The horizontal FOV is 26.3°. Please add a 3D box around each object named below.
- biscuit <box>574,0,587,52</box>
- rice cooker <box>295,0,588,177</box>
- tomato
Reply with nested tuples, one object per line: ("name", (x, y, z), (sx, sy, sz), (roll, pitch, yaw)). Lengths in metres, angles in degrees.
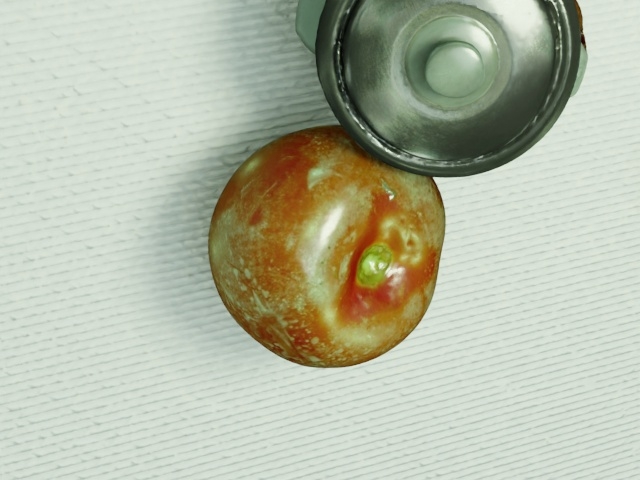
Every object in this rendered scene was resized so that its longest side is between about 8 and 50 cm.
("biscuit", (0.232, -0.230, 1.631), (0.192, 0.049, 0.192), (-4, 103, -19))
("rice cooker", (0.127, -0.217, 1.432), (0.316, 0.316, 0.264), (6, 115, -24))
("tomato", (0.000, 0.000, 1.524), (0.270, 0.222, 0.270), (-16, 115, -38))
